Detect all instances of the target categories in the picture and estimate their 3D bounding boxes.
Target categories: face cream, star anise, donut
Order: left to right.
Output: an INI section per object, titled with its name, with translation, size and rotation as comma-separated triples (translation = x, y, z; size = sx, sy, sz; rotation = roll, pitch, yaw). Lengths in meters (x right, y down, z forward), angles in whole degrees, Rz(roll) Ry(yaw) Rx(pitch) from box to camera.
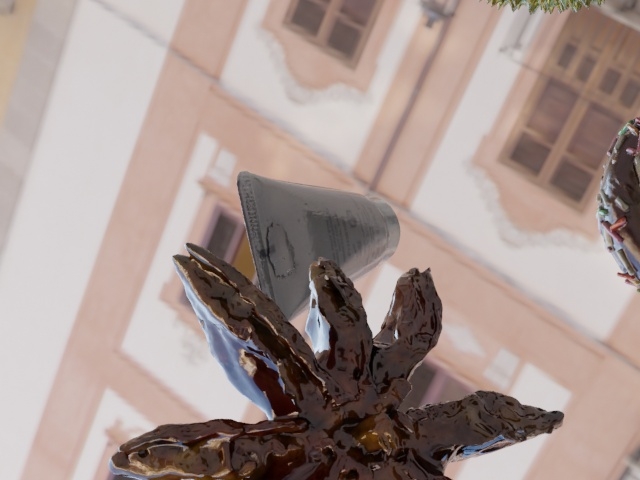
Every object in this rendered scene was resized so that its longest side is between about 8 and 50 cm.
[face cream]
translation = 0.000, 0.000, 1.247
size = 0.089, 0.143, 0.314
rotation = -11, 180, 19
[star anise]
translation = 0.019, 0.112, 0.725
size = 0.288, 0.088, 0.288
rotation = 14, -123, -22
[donut]
translation = 0.436, -0.049, 1.423
size = 0.269, 0.270, 0.103
rotation = 33, 180, 18

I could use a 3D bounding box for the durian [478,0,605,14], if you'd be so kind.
[durian]
translation = 0.199, -0.264, 1.089
size = 0.159, 0.198, 0.146
rotation = 56, 177, 7
